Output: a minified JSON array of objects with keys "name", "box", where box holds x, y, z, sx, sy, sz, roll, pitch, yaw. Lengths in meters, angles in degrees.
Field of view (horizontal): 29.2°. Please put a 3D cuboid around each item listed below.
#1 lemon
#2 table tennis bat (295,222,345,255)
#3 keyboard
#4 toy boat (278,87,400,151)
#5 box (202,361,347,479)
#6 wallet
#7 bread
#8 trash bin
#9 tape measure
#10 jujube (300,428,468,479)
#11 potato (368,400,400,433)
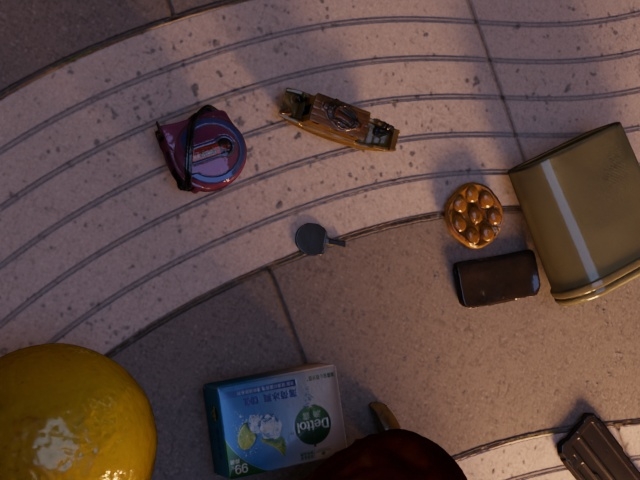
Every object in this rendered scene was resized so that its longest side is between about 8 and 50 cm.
[{"name":"lemon","box":[-0.354,0.265,1.605,0.293,0.293,0.293,1,88,-24]},{"name":"table tennis bat","box":[0.000,0.000,1.913,0.083,0.007,0.050,8,84,-22]},{"name":"keyboard","box":[0.506,0.418,2.118,0.106,0.016,0.262,-44,105,-19]},{"name":"toy boat","box":[0.032,-0.183,1.896,0.201,0.077,0.057,18,80,-22]},{"name":"box","box":[-0.068,0.267,1.836,0.194,0.073,0.139,-9,91,-24]},{"name":"wallet","box":[0.293,0.064,2.035,0.157,0.018,0.082,-11,92,-24]},{"name":"bread","box":[0.253,-0.041,2.018,0.110,0.024,0.110,1,88,-23]},{"name":"trash bin","box":[0.452,-0.046,2.061,0.243,0.121,0.247,-26,95,-23]},{"name":"tape measure","box":[-0.171,-0.133,1.807,0.118,0.074,0.125,-18,90,-18]},{"name":"jujube","box":[0.049,0.446,1.771,0.377,0.276,0.276,-37,103,-20]},{"name":"potato","box":[0.111,0.295,1.935,0.037,0.036,0.093,-20,95,-20]}]
